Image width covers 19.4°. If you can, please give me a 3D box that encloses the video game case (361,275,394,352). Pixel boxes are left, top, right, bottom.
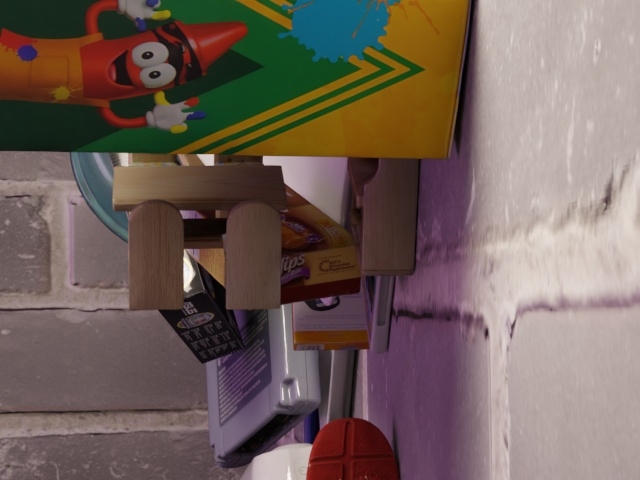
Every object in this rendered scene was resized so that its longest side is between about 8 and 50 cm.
[{"bbox_3d":[0.051,-0.002,1.715,0.157,0.019,0.143,-96,7,-45],"label":"video game case"}]

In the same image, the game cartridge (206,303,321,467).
[{"bbox_3d":[-0.071,0.141,2.245,0.297,0.062,0.198,134,140,-60],"label":"game cartridge"}]

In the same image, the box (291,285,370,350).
[{"bbox_3d":[0.011,0.040,1.819,0.028,0.081,0.136,98,171,-66],"label":"box"}]

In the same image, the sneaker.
[{"bbox_3d":[0.027,0.276,1.644,0.128,0.087,0.221,98,172,-53],"label":"sneaker"}]

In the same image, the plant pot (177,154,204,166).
[{"bbox_3d":[-0.039,-0.144,1.926,0.110,0.237,0.237,-19,-66,-52],"label":"plant pot"}]

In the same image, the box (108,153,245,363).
[{"bbox_3d":[-0.163,0.005,2.127,0.270,0.060,0.216,66,-176,-71],"label":"box"}]

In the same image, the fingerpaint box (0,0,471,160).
[{"bbox_3d":[-0.102,-0.246,1.382,0.445,0.371,0.163,-98,10,-52],"label":"fingerpaint box"}]

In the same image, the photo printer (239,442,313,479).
[{"bbox_3d":[-0.026,0.360,2.049,0.307,0.107,0.256,119,146,-73],"label":"photo printer"}]

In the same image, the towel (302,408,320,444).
[{"bbox_3d":[-0.012,0.367,2.483,0.209,0.034,0.285,-93,6,-54],"label":"towel"}]

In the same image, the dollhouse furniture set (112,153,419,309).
[{"bbox_3d":[-0.046,-0.063,1.512,0.212,0.242,0.161,-101,12,-65],"label":"dollhouse furniture set"}]

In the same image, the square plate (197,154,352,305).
[{"bbox_3d":[-0.025,-0.170,1.727,0.347,0.049,0.344,48,137,50],"label":"square plate"}]

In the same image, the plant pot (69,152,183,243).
[{"bbox_3d":[-0.149,-0.189,2.476,0.334,0.341,0.341,118,152,-64],"label":"plant pot"}]

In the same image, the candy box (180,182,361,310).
[{"bbox_3d":[-0.054,-0.004,1.647,0.187,0.109,0.053,41,132,52],"label":"candy box"}]

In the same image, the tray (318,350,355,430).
[{"bbox_3d":[0.019,0.115,2.070,0.145,0.030,0.270,-96,7,-46],"label":"tray"}]
